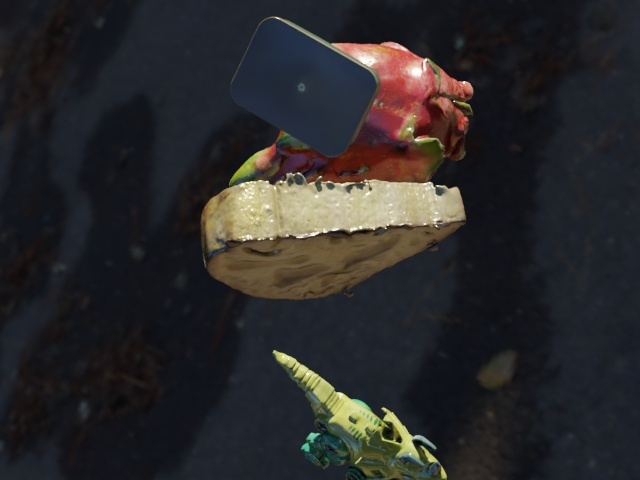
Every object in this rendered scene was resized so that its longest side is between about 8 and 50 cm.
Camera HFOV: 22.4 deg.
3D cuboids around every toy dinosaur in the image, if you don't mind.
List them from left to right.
[{"bbox_3d":[0.032,0.231,1.980,0.094,0.259,0.153,-51,-1,-35],"label":"toy dinosaur"}]

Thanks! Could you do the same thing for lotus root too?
[{"bbox_3d":[0.000,0.000,1.677,0.170,0.260,0.074,123,141,-52],"label":"lotus root"}]

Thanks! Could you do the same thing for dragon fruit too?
[{"bbox_3d":[0.040,-0.111,1.839,0.269,0.200,0.198,-47,41,30],"label":"dragon fruit"}]

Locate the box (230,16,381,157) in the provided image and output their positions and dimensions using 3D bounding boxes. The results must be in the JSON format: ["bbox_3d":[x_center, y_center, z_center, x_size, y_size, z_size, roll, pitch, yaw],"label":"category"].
[{"bbox_3d":[-0.012,-0.140,1.460,0.091,0.126,0.031,-64,-13,18],"label":"box"}]
